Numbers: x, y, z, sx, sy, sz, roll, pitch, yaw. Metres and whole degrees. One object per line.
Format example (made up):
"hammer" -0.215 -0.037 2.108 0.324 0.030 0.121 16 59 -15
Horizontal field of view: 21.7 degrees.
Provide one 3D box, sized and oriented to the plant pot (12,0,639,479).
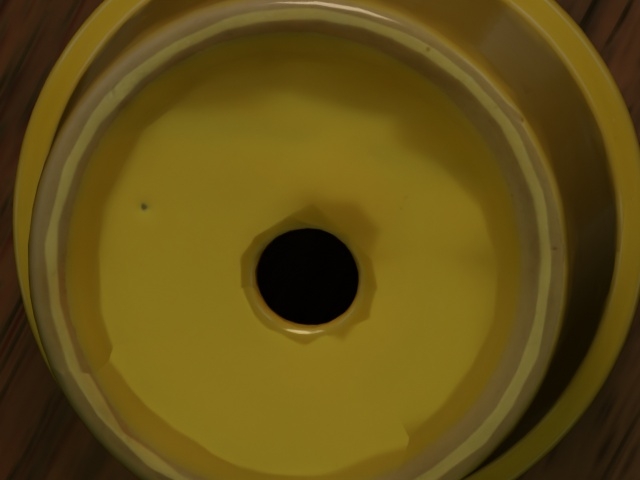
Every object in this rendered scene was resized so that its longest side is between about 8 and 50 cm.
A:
"plant pot" 0.000 0.000 0.610 0.254 0.239 0.254 0 96 4
